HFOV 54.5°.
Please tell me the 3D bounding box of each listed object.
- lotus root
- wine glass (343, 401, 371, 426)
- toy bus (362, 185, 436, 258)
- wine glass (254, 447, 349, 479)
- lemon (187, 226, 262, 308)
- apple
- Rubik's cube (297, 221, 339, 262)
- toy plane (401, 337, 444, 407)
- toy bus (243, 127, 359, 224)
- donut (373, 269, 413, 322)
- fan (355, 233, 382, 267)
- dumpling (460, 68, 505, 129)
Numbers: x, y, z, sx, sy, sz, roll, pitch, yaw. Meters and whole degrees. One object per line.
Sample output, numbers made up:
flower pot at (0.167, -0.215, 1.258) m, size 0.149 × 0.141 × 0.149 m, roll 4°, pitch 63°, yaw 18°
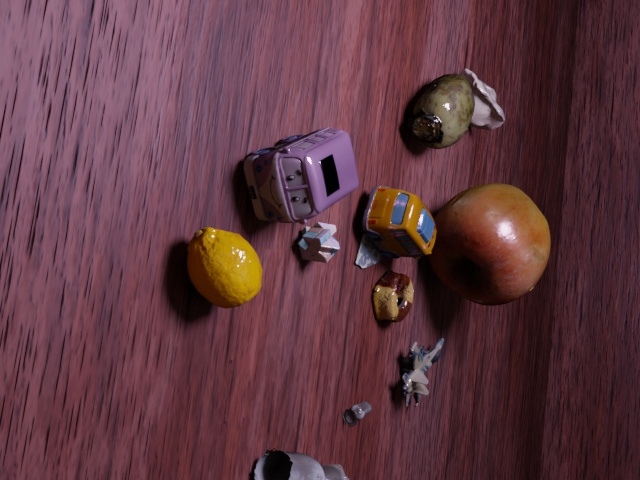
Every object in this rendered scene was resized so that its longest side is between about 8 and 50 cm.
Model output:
lotus root at (0.338, -0.363, 1.686) m, size 0.309 × 0.173 × 0.173 m, roll -55°, pitch 135°, yaw -47°
wine glass at (0.090, 0.409, 1.470) m, size 0.083 × 0.042 × 0.039 m, roll -2°, pitch 123°, yaw -58°
toy bus at (0.199, -0.037, 1.495) m, size 0.209 × 0.136 × 0.126 m, roll 44°, pitch 58°, yaw -52°
wine glass at (-0.035, 0.477, 1.236) m, size 0.222 × 0.103 × 0.103 m, roll 41°, pitch 59°, yaw -49°
lemon at (-0.158, 0.044, 1.018) m, size 0.114 × 0.114 × 0.155 m, roll -56°, pitch 131°, yaw -37°
apple at (0.476, 0.005, 1.735) m, size 0.305 × 0.338 × 0.338 m, roll -37°, pitch 123°, yaw -32°
Rubik's cube at (-0.001, -0.001, 1.275) m, size 0.075 × 0.084 × 0.073 m, roll -65°, pitch 147°, yaw -55°
toy plane at (0.277, 0.340, 1.710) m, size 0.262 × 0.088 × 0.192 m, roll -48°, pitch 136°, yaw -56°
toy bus at (-0.033, -0.123, 1.162) m, size 0.202 × 0.142 × 0.142 m, roll -36°, pitch 121°, yaw -49°
donut at (0.186, 0.144, 1.579) m, size 0.140 × 0.059 × 0.140 m, roll -14°, pitch 107°, yaw -54°
fan at (0.139, -0.018, 1.538) m, size 0.240 × 0.009 × 0.131 m, roll -60°, pitch 138°, yaw -34°
dumpling at (0.492, -0.421, 1.908) m, size 0.124 × 0.151 × 0.229 m, roll -44°, pitch 134°, yaw -10°
